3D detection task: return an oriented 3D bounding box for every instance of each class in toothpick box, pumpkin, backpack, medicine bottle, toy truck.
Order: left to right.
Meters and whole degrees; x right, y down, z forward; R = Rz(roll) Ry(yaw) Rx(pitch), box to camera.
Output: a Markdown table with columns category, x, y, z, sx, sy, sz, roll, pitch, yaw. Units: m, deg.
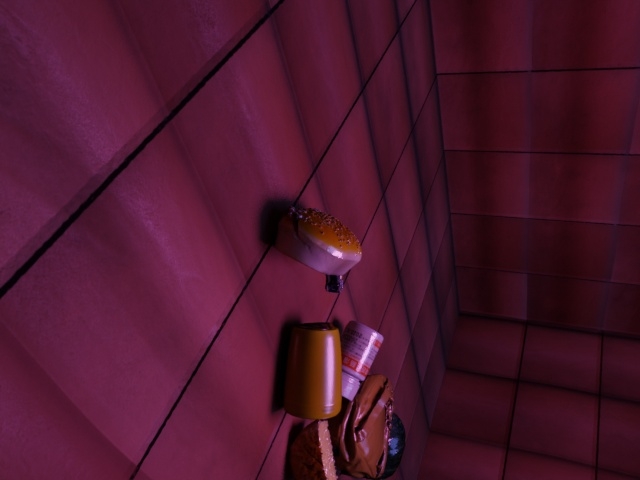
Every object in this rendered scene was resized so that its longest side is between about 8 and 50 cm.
| category | x | y | z | sx | sy | sz | roll | pitch | yaw |
| --- | --- | --- | --- | --- | --- | --- | --- | --- | --- |
| toothpick box | -0.020 | 0.379 | 1.692 | 0.175 | 0.175 | 0.271 | 5 | 87 | -66 |
| toy truck | 0.052 | 0.114 | 1.936 | 0.063 | 0.052 | 0.123 | -37 | 127 | -67 |
| medicine bottle | 0.108 | 0.417 | 1.971 | 0.252 | 0.145 | 0.144 | -60 | 151 | -11 |
| backpack | 0.157 | 0.685 | 2.111 | 0.378 | 0.201 | 0.353 | -55 | 141 | -44 |
| pumpkin | 0.260 | 0.861 | 2.390 | 0.263 | 0.197 | 0.292 | 14 | 84 | -68 |

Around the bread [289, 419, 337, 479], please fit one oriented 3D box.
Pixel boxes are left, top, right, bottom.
| category | x | y | z | sx | sy | sz | roll | pitch | yaw |
| --- | --- | --- | --- | --- | --- | --- | --- | --- | --- |
| bread | -0.027 | 0.693 | 1.785 | 0.129 | 0.134 | 0.260 | 29 | 53 | -74 |

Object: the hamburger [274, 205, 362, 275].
| category | x | y | z | sx | sy | sz | roll | pitch | yaw |
| --- | --- | --- | --- | --- | --- | --- | --- | --- | --- |
| hamburger | 0.000 | 0.000 | 1.598 | 0.151 | 0.227 | 0.295 | -61 | 159 | 4 |
